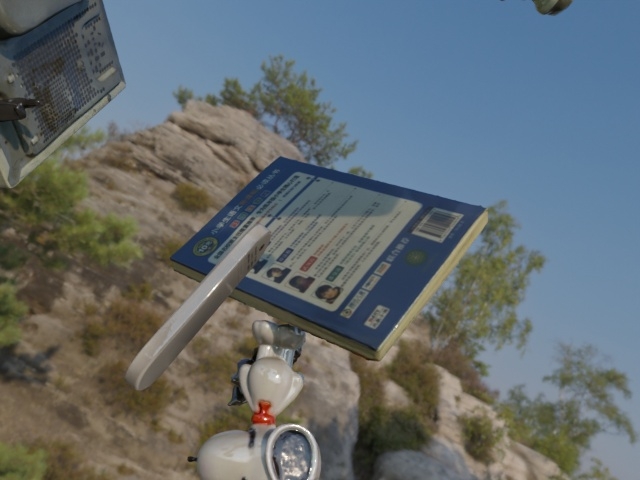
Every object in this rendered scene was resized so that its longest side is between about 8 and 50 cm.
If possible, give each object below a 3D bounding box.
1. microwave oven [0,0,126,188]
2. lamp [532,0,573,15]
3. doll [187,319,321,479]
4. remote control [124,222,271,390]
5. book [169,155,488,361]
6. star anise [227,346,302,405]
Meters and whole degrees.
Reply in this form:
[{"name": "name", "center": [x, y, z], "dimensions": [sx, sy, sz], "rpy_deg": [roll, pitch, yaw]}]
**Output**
[{"name": "microwave oven", "center": [-0.221, -0.167, 0.334], "dimensions": [0.193, 0.145, 0.241], "rpy_deg": [3, -52, 12]}, {"name": "lamp", "center": [0.131, -0.223, 0.514], "dimensions": [0.163, 0.091, 0.091], "rpy_deg": [19, -8, -13]}, {"name": "doll", "center": [-0.056, 0.261, 0.930], "dimensions": [0.208, 0.272, 0.144], "rpy_deg": [23, -20, 11]}, {"name": "remote control", "center": [-0.139, 0.074, 0.769], "dimensions": [0.022, 0.245, 0.077], "rpy_deg": [36, -24, 7]}, {"name": "book", "center": [0.000, 0.000, 1.015], "dimensions": [0.427, 0.300, 0.039], "rpy_deg": [19, -36, 37]}, {"name": "star anise", "center": [-0.095, 0.237, 1.245], "dimensions": [0.073, 0.197, 0.212], "rpy_deg": [38, -2, 16]}]
